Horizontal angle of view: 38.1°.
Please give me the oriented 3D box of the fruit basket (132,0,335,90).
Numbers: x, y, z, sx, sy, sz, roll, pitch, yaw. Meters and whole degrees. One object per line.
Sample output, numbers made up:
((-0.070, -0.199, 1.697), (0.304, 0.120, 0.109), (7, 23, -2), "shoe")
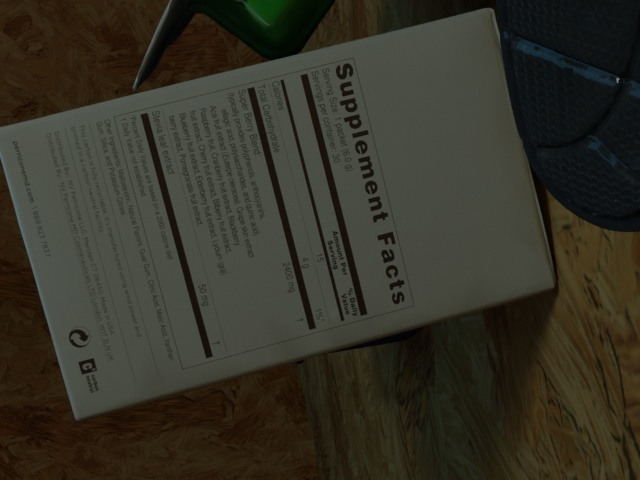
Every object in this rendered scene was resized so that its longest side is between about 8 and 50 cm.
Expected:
((-0.031, -0.271, 0.636), (0.327, 0.165, 0.353), (-53, 18, 14), "fruit basket")

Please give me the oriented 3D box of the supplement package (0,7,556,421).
((-0.029, -0.023, 0.607), (0.177, 0.292, 0.175), (-152, 48, -82), "supplement package")

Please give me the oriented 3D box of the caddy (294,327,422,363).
((0.000, 0.000, 0.970), (0.341, 0.179, 0.241), (109, 155, -75), "caddy")

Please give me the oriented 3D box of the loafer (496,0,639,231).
((0.122, -0.142, 0.279), (0.109, 0.095, 0.303), (33, 141, 42), "loafer")
